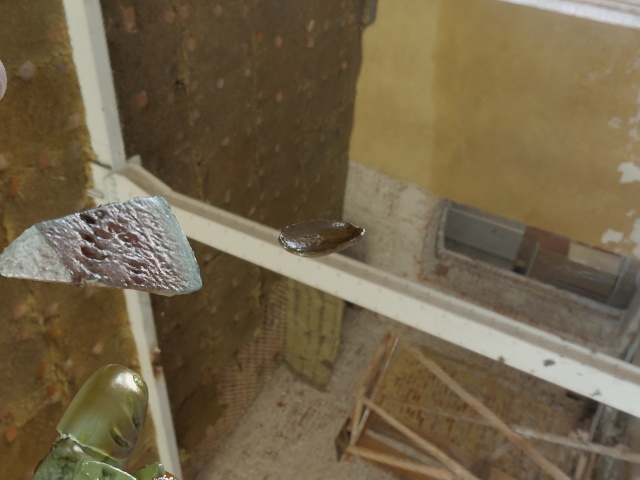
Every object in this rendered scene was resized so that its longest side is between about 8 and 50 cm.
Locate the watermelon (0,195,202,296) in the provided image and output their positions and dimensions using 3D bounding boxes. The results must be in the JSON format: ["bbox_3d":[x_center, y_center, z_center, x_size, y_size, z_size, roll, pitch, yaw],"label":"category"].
[{"bbox_3d":[-0.262,0.022,0.734,0.094,0.154,0.241,-45,-20,20],"label":"watermelon"}]

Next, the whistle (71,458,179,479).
[{"bbox_3d":[-0.251,0.413,0.934,0.106,0.288,0.131,-41,26,14],"label":"whistle"}]

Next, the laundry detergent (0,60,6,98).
[{"bbox_3d":[-0.530,-0.250,0.843,0.335,0.159,0.088,-178,88,-66],"label":"laundry detergent"}]

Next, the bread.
[{"bbox_3d":[-0.480,0.432,1.307,0.333,0.160,0.333,-62,6,11],"label":"bread"}]

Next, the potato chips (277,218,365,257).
[{"bbox_3d":[0.000,0.000,1.391,0.201,0.150,0.049,-14,-62,-35],"label":"potato chips"}]
